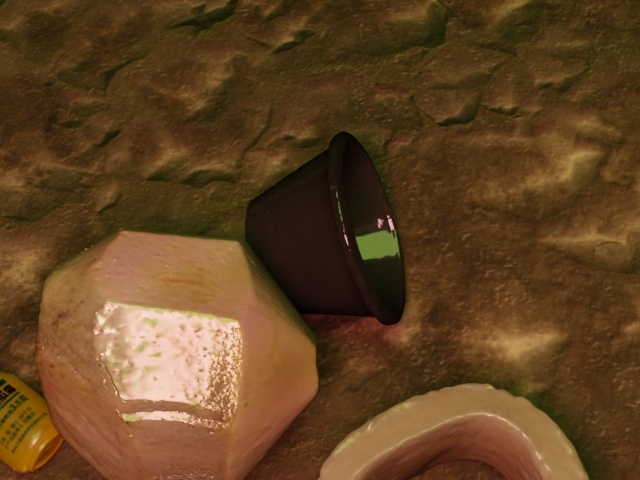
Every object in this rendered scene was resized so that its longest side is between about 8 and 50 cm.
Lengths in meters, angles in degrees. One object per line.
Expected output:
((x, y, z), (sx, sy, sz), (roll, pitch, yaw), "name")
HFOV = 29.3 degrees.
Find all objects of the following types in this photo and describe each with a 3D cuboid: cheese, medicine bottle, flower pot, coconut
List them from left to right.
((-0.448, 0.200, 1.604), (0.260, 0.064, 0.095), (34, 74, 18), "medicine bottle")
((-0.170, 0.151, 1.492), (0.352, 0.353, 0.353), (0, 60, 0), "coconut")
((0.000, 0.000, 1.642), (0.166, 0.269, 0.269), (-14, 59, 18), "flower pot")
((0.156, 0.342, 1.476), (0.332, 0.153, 0.292), (-18, 62, -9), "cheese")
